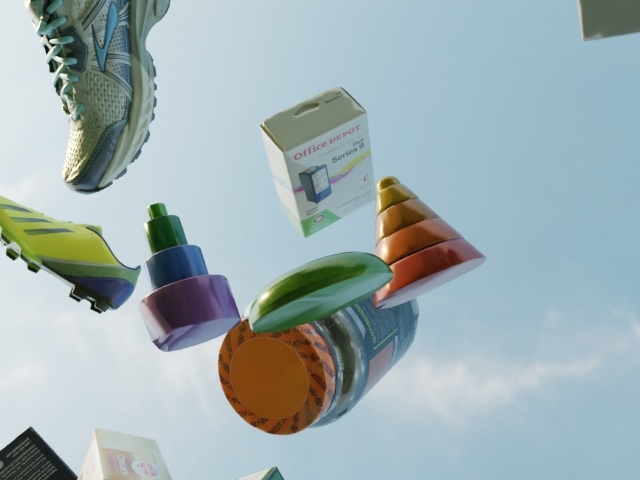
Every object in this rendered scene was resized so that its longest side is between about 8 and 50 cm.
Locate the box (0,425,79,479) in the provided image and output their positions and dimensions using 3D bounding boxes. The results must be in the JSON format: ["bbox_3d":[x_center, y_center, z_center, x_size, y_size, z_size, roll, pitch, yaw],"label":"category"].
[{"bbox_3d":[-0.479,0.549,1.183,0.312,0.343,0.179,43,-120,11],"label":"box"}]

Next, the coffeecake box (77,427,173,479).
[{"bbox_3d":[-0.202,0.288,0.594,0.068,0.142,0.185,19,-96,-21],"label":"coffeecake box"}]

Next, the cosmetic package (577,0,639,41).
[{"bbox_3d":[0.259,-0.267,0.501,0.107,0.238,0.127,1,-48,33],"label":"cosmetic package"}]

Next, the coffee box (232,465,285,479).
[{"bbox_3d":[-0.099,0.341,0.759,0.184,0.040,0.113,-30,-88,29],"label":"coffee box"}]

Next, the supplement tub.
[{"bbox_3d":[0.007,0.146,0.971,0.207,0.338,0.207,5,-79,25],"label":"supplement tub"}]

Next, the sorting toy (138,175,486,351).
[{"bbox_3d":[0.000,0.000,0.571,0.127,0.366,0.126,-36,-111,42],"label":"sorting toy"}]

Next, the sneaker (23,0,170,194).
[{"bbox_3d":[-0.228,-0.187,0.615,0.110,0.122,0.282,5,-94,43],"label":"sneaker"}]

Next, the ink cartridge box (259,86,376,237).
[{"bbox_3d":[0.001,-0.128,1.081,0.154,0.212,0.093,-28,-129,-13],"label":"ink cartridge box"}]

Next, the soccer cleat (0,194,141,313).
[{"bbox_3d":[-0.428,0.004,1.061,0.289,0.093,0.121,40,-116,-20],"label":"soccer cleat"}]
